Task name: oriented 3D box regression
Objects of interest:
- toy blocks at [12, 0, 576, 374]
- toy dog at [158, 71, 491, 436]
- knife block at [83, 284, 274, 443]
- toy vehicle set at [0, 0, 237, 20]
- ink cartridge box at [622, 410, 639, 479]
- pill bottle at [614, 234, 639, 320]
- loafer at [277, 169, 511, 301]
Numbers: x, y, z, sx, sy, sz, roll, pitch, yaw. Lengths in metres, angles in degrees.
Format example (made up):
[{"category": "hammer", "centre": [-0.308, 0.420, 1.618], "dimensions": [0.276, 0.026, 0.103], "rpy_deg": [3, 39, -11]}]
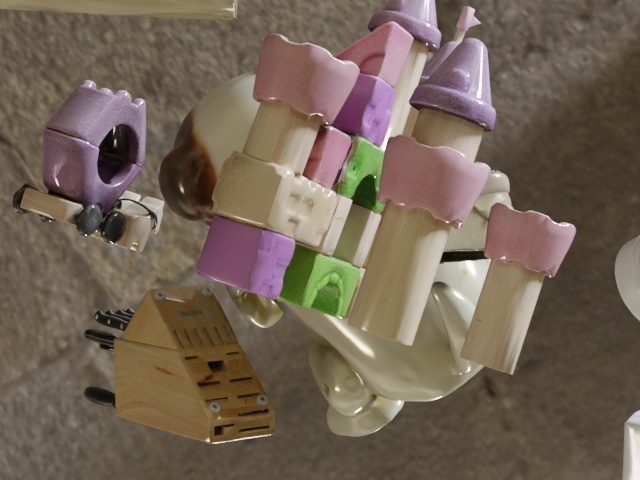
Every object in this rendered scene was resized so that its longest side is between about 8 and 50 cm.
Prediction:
[{"category": "toy blocks", "centre": [0.013, -0.080, 1.006], "dimensions": [0.288, 0.309, 0.260], "rpy_deg": [21, 87, -65]}, {"category": "toy dog", "centre": [0.000, 0.000, 1.578], "dimensions": [0.284, 0.395, 0.408], "rpy_deg": [-41, 96, 1]}, {"category": "knife block", "centre": [-0.183, 0.178, 1.666], "dimensions": [0.088, 0.275, 0.242], "rpy_deg": [-4, 140, -36]}, {"category": "toy vehicle set", "centre": [-0.132, -0.282, 0.968], "dimensions": [0.166, 0.267, 0.035], "rpy_deg": [2, 165, 0]}, {"category": "ink cartridge box", "centre": [0.495, 0.358, 1.913], "dimensions": [0.056, 0.181, 0.224], "rpy_deg": [-21, 115, -45]}, {"category": "pill bottle", "centre": [0.525, 0.006, 1.828], "dimensions": [0.161, 0.161, 0.283], "rpy_deg": [2, 156, -34]}, {"category": "loafer", "centre": [0.070, 0.011, 1.363], "dimensions": [0.268, 0.092, 0.102], "rpy_deg": [-20, 172, -10]}]
